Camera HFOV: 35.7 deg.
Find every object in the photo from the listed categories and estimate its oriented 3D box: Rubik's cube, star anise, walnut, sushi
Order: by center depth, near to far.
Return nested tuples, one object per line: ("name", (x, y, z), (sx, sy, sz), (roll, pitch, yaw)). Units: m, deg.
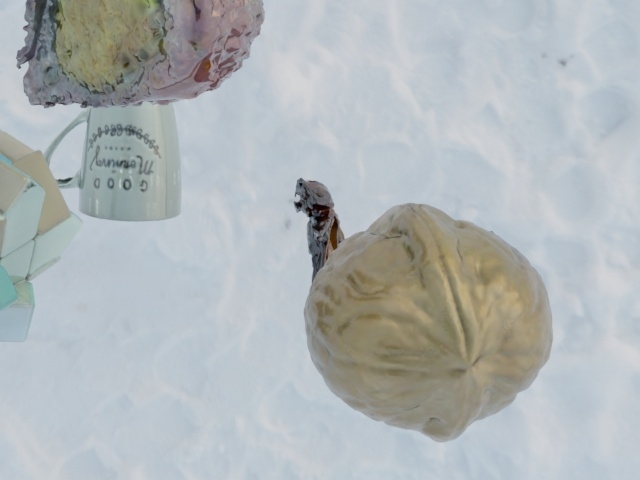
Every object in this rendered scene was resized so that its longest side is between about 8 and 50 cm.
("sushi", (-0.138, -0.164, 0.780), (0.161, 0.107, 0.241), (41, 128, 14))
("walnut", (0.097, 0.075, 0.895), (0.228, 0.228, 0.228), (-3, 109, -8))
("Rubik's cube", (-0.386, -0.009, 1.052), (0.213, 0.265, 0.224), (32, 119, 11))
("star anise", (0.004, 0.000, 1.270), (0.054, 0.212, 0.157), (-13, 87, 1))

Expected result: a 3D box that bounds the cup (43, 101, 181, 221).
("cup", (-0.384, -0.165, 1.820), (0.258, 0.186, 0.234), (1, 102, -3))
